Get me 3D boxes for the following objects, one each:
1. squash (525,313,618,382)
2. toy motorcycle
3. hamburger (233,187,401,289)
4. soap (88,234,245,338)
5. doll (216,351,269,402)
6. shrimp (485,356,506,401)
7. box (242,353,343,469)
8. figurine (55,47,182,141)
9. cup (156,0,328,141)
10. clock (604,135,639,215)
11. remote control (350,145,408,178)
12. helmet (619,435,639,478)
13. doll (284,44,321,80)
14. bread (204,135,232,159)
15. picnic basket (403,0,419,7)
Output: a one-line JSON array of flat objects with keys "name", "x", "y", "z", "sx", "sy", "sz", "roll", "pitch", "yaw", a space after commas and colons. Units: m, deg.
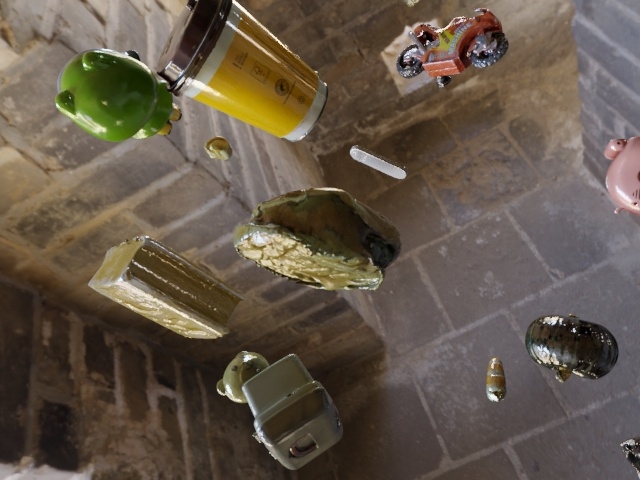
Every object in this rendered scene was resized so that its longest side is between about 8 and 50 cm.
[{"name": "squash", "x": 0.590, "y": 0.251, "z": 1.108, "sx": 0.193, "sy": 0.193, "sz": 0.155, "roll": -12, "pitch": 77, "yaw": 26}, {"name": "toy motorcycle", "x": 0.319, "y": -0.464, "z": 1.116, "sx": 0.298, "sy": 0.089, "sz": 0.171, "roll": 15, "pitch": 79, "yaw": 47}, {"name": "hamburger", "x": 0.001, "y": 0.000, "z": 0.847, "sx": 0.266, "sy": 0.285, "sz": 0.134, "roll": -1, "pitch": 65, "yaw": 42}, {"name": "soap", "x": -0.416, "y": 0.136, "z": 1.282, "sx": 0.293, "sy": 0.335, "sz": 0.156, "roll": -7, "pitch": 52, "yaw": 48}, {"name": "doll", "x": -0.200, "y": 0.473, "z": 1.565, "sx": 0.261, "sy": 0.161, "sz": 0.177, "roll": 15, "pitch": 45, "yaw": 18}, {"name": "shrimp", "x": 0.463, "y": 0.398, "z": 1.255, "sx": 0.049, "sy": 0.166, "sz": 0.161, "roll": 4, "pitch": 35, "yaw": 15}, {"name": "box", "x": -0.050, "y": 0.322, "z": 0.871, "sx": 0.148, "sy": 0.210, "sz": 0.129, "roll": -30, "pitch": 52, "yaw": -12}, {"name": "figurine", "x": -0.354, "y": -0.256, "z": 0.860, "sx": 0.162, "sy": 0.263, "sz": 0.143, "roll": -44, "pitch": 78, "yaw": 11}, {"name": "cup", "x": -0.132, "y": -0.297, "z": 0.827, "sx": 0.196, "sy": 0.280, "sz": 0.196, "roll": -31, "pitch": 47, "yaw": 40}, {"name": "clock", "x": 0.941, "y": -0.178, "z": 1.324, "sx": 0.227, "sy": 0.142, "sz": 0.241, "roll": -3, "pitch": 86, "yaw": 23}, {"name": "remote control", "x": 0.232, "y": -0.311, "z": 1.865, "sx": 0.245, "sy": 0.077, "sz": 0.022, "roll": 25, "pitch": 64, "yaw": 3}, {"name": "helmet", "x": 0.861, "y": 0.561, "z": 1.089, "sx": 0.177, "sy": 0.305, "sz": 0.224, "roll": -24, "pitch": 79, "yaw": 10}, {"name": "doll", "x": -0.114, "y": -0.440, "z": 1.327, "sx": 0.322, "sy": 0.199, "sz": 0.186, "roll": -172, "pitch": 85, "yaw": -74}, {"name": "bread", "x": -0.198, "y": -0.180, "z": 0.911, "sx": 0.049, "sy": 0.088, "sz": 0.033, "roll": -4, "pitch": 88, "yaw": -2}, {"name": "picnic basket", "x": 0.251, "y": -0.709, "z": 1.107, "sx": 0.267, "sy": 0.139, "sz": 0.165, "roll": -17, "pitch": 54, "yaw": 58}]
